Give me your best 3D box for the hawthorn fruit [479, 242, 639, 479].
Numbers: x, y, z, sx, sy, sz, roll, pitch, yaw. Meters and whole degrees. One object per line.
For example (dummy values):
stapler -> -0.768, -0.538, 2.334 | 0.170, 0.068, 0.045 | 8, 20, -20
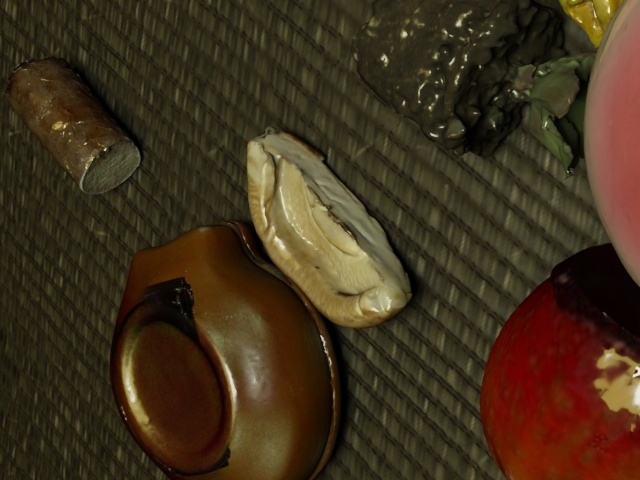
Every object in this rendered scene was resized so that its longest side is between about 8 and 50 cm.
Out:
hawthorn fruit -> 0.220, 0.124, 0.790 | 0.215, 0.215, 0.249 | 39, 113, 23

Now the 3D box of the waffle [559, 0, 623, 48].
waffle -> 0.308, -0.236, 0.752 | 0.302, 0.068, 0.324 | 34, 121, 23

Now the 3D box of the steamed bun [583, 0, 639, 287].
steamed bun -> 0.275, -0.059, 0.598 | 0.309, 0.309, 0.309 | 5, 98, 32

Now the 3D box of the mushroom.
mushroom -> 0.000, -0.001, 0.990 | 0.209, 0.072, 0.094 | 49, 116, 22

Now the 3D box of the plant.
plant -> 0.130, -0.128, 0.860 | 0.203, 0.142, 0.131 | 32, 103, 35

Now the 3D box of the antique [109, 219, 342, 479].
antique -> -0.096, 0.124, 1.034 | 0.224, 0.129, 0.278 | -15, 86, 35

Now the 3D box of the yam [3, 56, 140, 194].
yam -> -0.251, -0.119, 1.133 | 0.141, 0.079, 0.079 | 49, 118, 18
